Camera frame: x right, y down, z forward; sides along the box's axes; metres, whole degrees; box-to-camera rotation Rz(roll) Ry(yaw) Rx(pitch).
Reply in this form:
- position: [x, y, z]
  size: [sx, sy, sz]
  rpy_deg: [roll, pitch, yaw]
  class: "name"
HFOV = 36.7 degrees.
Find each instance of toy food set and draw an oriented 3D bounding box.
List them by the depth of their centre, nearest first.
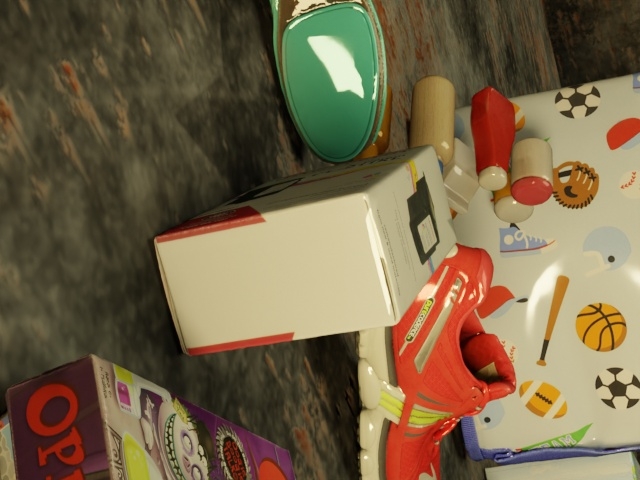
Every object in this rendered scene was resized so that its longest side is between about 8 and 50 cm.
- position: [0.133, -0.064, 0.887]
  size: [0.232, 0.111, 0.105]
  rpy_deg: [32, 49, -32]
  class: "toy food set"

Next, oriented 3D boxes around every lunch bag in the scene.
- position: [0.297, 0.041, 1.066]
  size: [0.239, 0.327, 0.386]
  rpy_deg: [31, 51, -66]
  class: "lunch bag"

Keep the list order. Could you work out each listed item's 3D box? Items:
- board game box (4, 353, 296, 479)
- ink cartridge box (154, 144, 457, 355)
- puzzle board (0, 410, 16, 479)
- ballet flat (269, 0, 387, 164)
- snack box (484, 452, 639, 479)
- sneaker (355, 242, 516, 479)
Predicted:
- position: [-0.029, 0.234, 0.387]
  size: [0.208, 0.056, 0.347]
  rpy_deg: [55, 17, -61]
  class: "board game box"
- position: [0.000, 0.000, 0.582]
  size: [0.175, 0.127, 0.072]
  rpy_deg: [-39, 116, -68]
  class: "ink cartridge box"
- position: [-0.118, 0.139, 0.376]
  size: [0.096, 0.011, 0.128]
  rpy_deg: [-46, 124, -65]
  class: "puzzle board"
- position: [-0.002, -0.183, 0.730]
  size: [0.087, 0.083, 0.247]
  rpy_deg: [-84, 160, -70]
  class: "ballet flat"
- position: [0.314, 0.320, 1.197]
  size: [0.207, 0.174, 0.070]
  rpy_deg: [45, 36, -55]
  class: "snack box"
- position: [0.090, 0.119, 0.743]
  size: [0.107, 0.118, 0.279]
  rpy_deg: [-73, 163, -51]
  class: "sneaker"
